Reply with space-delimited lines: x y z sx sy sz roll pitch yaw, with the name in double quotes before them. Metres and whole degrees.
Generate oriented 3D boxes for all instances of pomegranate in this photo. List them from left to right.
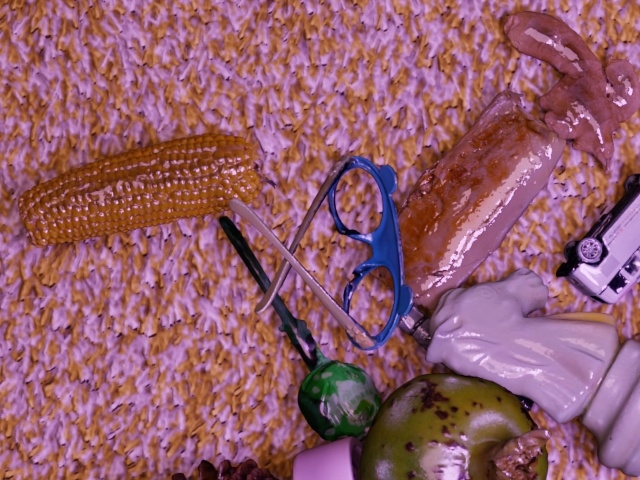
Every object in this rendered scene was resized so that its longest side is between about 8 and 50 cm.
"pomegranate" 0.155 0.244 1.495 0.211 0.263 0.211 2 86 -26

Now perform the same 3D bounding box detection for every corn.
"corn" -0.209 -0.065 1.686 0.310 0.101 0.101 -11 82 4

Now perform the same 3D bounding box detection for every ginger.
"ginger" 0.298 -0.191 1.699 0.214 0.059 0.133 38 81 5

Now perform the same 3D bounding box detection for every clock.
"clock" 0.034 0.322 1.568 0.068 0.197 0.196 -18 82 9

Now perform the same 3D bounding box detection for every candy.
"candy" -0.034 0.099 1.674 0.097 0.097 0.323 -32 75 -2

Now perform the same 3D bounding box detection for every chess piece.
"chess piece" 0.272 0.132 1.613 0.298 0.176 0.175 28 84 11

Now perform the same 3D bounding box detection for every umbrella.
"umbrella" 0.175 0.142 1.665 0.188 0.050 0.046 39 64 7

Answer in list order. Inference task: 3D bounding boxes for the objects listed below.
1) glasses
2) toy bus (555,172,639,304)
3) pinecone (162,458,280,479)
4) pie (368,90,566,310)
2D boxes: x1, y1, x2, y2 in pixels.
"glasses" -0.008 0.011 1.643 0.207 0.102 0.239 0 73 -12
"toy bus" 0.370 -0.010 1.662 0.089 0.087 0.194 42 86 0
"pinecone" -0.139 0.373 1.571 0.292 0.246 0.246 -19 82 16
"pie" 0.177 -0.047 1.675 0.129 0.068 0.282 38 92 27
